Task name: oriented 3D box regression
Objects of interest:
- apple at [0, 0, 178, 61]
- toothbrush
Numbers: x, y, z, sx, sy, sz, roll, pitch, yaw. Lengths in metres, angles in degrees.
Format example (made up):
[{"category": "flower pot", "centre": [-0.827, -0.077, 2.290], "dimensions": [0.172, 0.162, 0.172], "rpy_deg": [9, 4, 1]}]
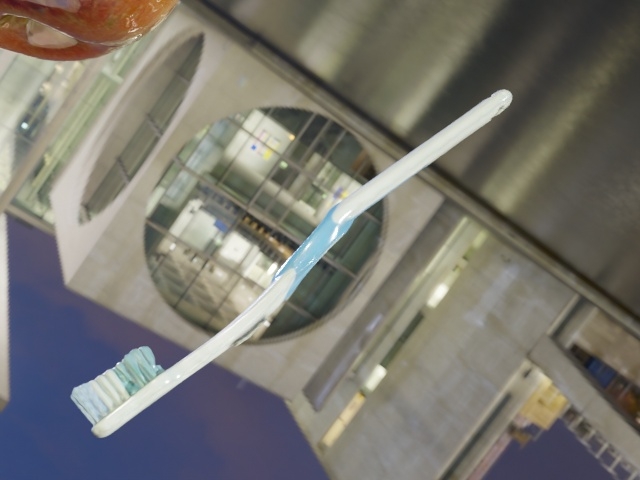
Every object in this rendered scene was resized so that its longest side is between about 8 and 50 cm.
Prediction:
[{"category": "apple", "centre": [-0.194, -0.242, 0.621], "dimensions": [0.254, 0.253, 0.253], "rpy_deg": [35, -174, -4]}, {"category": "toothbrush", "centre": [0.003, 0.003, 0.587], "dimensions": [0.040, 0.386, 0.040], "rpy_deg": [45, 158, 24]}]
